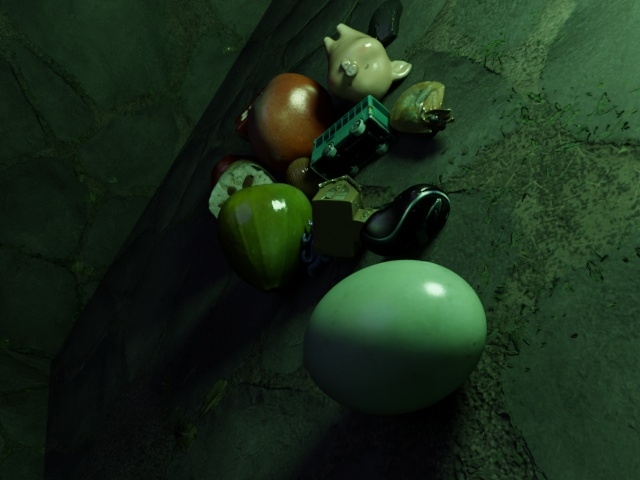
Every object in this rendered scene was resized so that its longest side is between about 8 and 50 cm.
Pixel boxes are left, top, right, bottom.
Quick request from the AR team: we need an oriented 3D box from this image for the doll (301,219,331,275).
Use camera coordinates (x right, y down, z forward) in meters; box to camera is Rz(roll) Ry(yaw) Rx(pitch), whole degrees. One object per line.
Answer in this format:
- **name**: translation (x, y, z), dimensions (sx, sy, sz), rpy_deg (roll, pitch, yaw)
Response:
- **doll**: translation (0.000, 0.000, 1.612), dimensions (0.067, 0.109, 0.206), rpy_deg (-163, 95, -78)

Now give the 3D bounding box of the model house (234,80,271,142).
- **model house**: translation (-0.180, -0.470, 2.199), dimensions (0.254, 0.196, 0.160), rpy_deg (-44, 25, 23)

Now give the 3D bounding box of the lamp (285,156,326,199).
- **lamp**: translation (-0.048, -0.196, 1.825), dimensions (0.136, 0.136, 0.136), rpy_deg (-37, 37, 34)

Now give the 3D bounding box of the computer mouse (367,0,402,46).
- **computer mouse**: translation (0.218, -0.751, 1.971), dimensions (0.122, 0.073, 0.217), rpy_deg (-21, 49, 48)

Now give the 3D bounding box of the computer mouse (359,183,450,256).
- **computer mouse**: translation (0.193, -0.031, 1.312), dimensions (0.233, 0.137, 0.097), rpy_deg (-43, 51, 35)

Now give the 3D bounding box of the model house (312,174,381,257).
- **model house**: translation (0.092, -0.084, 1.538), dimensions (0.176, 0.181, 0.248), rpy_deg (6, 31, 17)

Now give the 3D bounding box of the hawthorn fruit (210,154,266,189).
- **hawthorn fruit**: translation (-0.323, -0.200, 2.185), dimensions (0.230, 0.210, 0.266), rpy_deg (8, 80, 59)

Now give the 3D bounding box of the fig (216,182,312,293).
- **fig**: translation (-0.154, -0.003, 1.692), dimensions (0.316, 0.316, 0.316), rpy_deg (-37, 37, 34)

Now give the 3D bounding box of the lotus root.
- **lotus root**: translation (-0.256, -0.150, 2.008), dimensions (0.272, 0.272, 0.192), rpy_deg (-53, 19, 12)

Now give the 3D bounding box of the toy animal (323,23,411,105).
- **toy animal**: translation (0.119, -0.546, 1.812), dimensions (0.237, 0.269, 0.326), rpy_deg (-45, 1, 23)

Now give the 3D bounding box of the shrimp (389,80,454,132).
- **shrimp**: translation (0.280, -0.355, 1.528), dimensions (0.168, 0.077, 0.317), rpy_deg (-56, 27, 2)

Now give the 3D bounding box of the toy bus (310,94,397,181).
- **toy bus**: translation (0.094, -0.294, 1.705), dimensions (0.256, 0.128, 0.147), rpy_deg (-34, 37, 34)

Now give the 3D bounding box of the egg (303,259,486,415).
- **egg**: translation (0.129, 0.183, 1.079), dimensions (0.388, 0.276, 0.276), rpy_deg (-26, 44, 44)

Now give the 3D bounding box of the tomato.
- **tomato**: translation (-0.117, -0.407, 1.975), dimensions (0.341, 0.272, 0.342), rpy_deg (-36, 38, 35)
